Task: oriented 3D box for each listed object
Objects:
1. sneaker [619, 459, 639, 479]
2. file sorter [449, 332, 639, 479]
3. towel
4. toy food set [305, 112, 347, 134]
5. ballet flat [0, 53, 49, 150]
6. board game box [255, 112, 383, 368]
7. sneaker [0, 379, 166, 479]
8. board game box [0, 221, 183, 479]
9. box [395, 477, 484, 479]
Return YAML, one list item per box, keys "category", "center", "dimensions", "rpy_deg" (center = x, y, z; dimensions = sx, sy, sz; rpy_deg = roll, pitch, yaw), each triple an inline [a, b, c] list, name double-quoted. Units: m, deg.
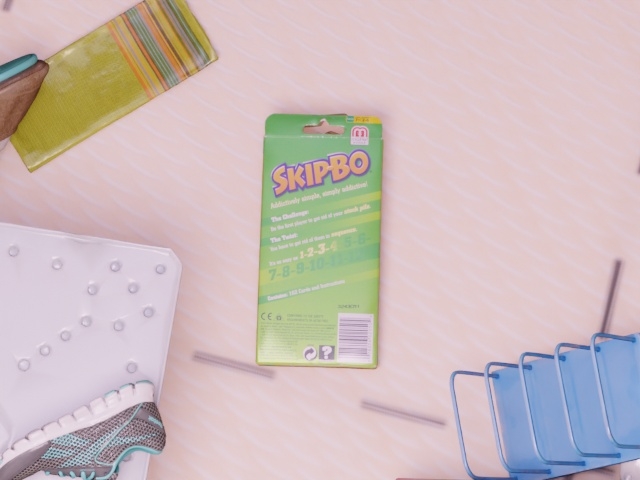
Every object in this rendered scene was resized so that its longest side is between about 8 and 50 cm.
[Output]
- category: "sneaker"
  center: [0.342, 0.229, 1.770]
  dimensions: [0.091, 0.094, 0.258]
  rpy_deg: [-30, 68, 3]
- category: "file sorter"
  center: [0.225, 0.163, 1.733]
  dimensions: [0.170, 0.104, 0.118]
  rpy_deg: [-19, 73, 33]
- category: "towel"
  center: [-0.232, -0.174, 1.910]
  dimensions: [0.237, 0.021, 0.102]
  rpy_deg: [-32, 76, -7]
- category: "toy food set"
  center: [0.005, -0.069, 1.882]
  dimensions: [0.078, 0.019, 0.122]
  rpy_deg: [-4, 83, 0]
- category: "ballet flat"
  center: [-0.423, -0.080, 1.851]
  dimensions: [0.342, 0.116, 0.124]
  rpy_deg: [-21, 102, -2]
- category: "board game box"
  center: [0.000, 0.000, 1.844]
  dimensions: [0.124, 0.039, 0.259]
  rpy_deg: [2, 84, 1]
- category: "sneaker"
  center: [-0.210, 0.188, 1.591]
  dimensions: [0.166, 0.065, 0.076]
  rpy_deg: [-26, 84, -5]
- category: "board game box"
  center: [-0.347, 0.172, 1.647]
  dimensions: [0.390, 0.050, 0.390]
  rpy_deg: [9, 77, 0]
- category: "box"
  center: [0.181, 0.309, 1.725]
  dimensions: [0.232, 0.127, 0.149]
  rpy_deg: [1, 75, 2]
